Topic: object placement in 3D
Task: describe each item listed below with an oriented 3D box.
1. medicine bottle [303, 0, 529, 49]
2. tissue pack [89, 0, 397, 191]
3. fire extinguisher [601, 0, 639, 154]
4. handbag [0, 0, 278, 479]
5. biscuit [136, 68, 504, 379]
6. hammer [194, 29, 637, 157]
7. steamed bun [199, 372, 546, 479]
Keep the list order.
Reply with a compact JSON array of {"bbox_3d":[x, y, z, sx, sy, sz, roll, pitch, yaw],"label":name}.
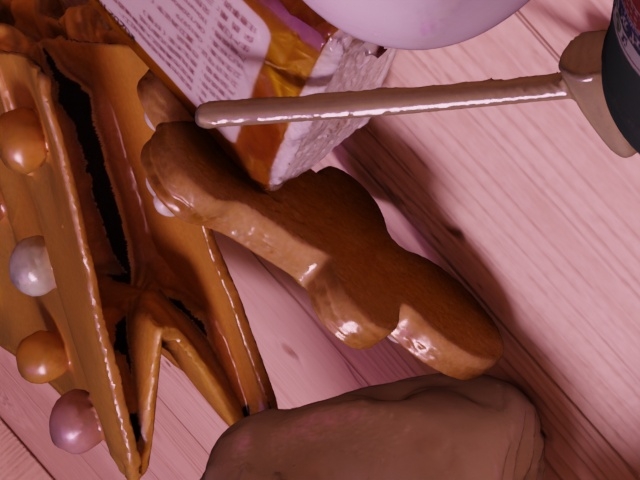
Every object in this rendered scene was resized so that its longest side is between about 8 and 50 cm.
[{"bbox_3d":[-0.042,-0.207,0.703,0.341,0.130,0.130,46,160,11],"label":"medicine bottle"},{"bbox_3d":[-0.060,-0.147,0.912,0.226,0.092,0.183,45,160,8],"label":"tissue pack"},{"bbox_3d":[0.136,-0.084,0.605,0.294,0.093,0.118,87,176,-60],"label":"fire extinguisher"},{"bbox_3d":[-0.176,-0.029,1.247,0.401,0.133,0.283,31,136,62],"label":"handbag"},{"bbox_3d":[-0.001,0.001,1.006,0.240,0.035,0.158,37,-157,-18],"label":"biscuit"},{"bbox_3d":[0.040,-0.054,0.822,0.195,0.028,0.060,-2,140,21],"label":"hammer"},{"bbox_3d":[0.007,0.248,1.110,0.247,0.339,0.352,4,159,16],"label":"steamed bun"}]
